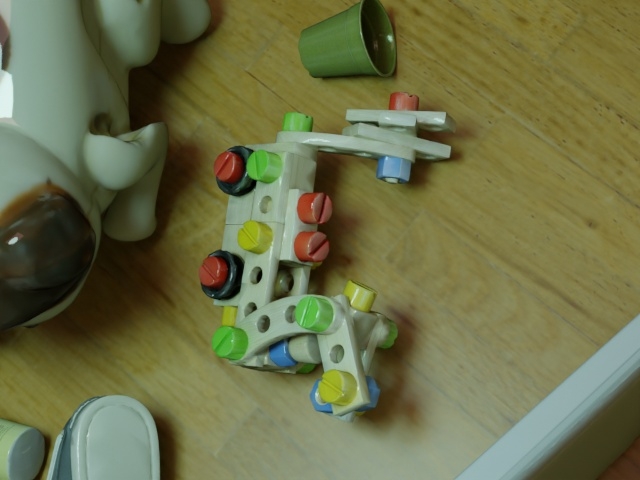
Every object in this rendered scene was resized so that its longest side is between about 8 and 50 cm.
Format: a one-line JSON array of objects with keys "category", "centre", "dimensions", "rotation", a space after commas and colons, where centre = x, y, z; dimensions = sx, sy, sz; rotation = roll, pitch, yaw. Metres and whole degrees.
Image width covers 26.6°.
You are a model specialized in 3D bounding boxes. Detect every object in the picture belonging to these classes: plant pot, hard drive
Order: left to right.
[{"category": "plant pot", "centre": [0.023, -0.195, 1.352], "dimensions": [0.079, 0.083, 0.083], "rotation": [-11, 71, 27]}, {"category": "hard drive", "centre": [0.175, 0.176, 1.055], "dimensions": [0.307, 0.203, 0.040], "rotation": [-37, 63, -27]}]

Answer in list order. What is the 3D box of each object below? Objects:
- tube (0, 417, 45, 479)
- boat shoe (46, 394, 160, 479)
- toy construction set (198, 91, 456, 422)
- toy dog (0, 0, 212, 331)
[{"category": "tube", "centre": [-0.391, 0.195, 1.367], "dimensions": [0.240, 0.070, 0.062], "rotation": [8, 118, 24]}, {"category": "boat shoe", "centre": [-0.212, 0.306, 1.273], "dimensions": [0.099, 0.116, 0.319], "rotation": [-13, 72, 58]}, {"category": "toy construction set", "centre": [0.000, 0.000, 1.254], "dimensions": [0.215, 0.151, 0.327], "rotation": [0, 64, 42]}, {"category": "toy dog", "centre": [-0.279, -0.108, 1.252], "dimensions": [0.284, 0.395, 0.408], "rotation": [1, 65, 8]}]
